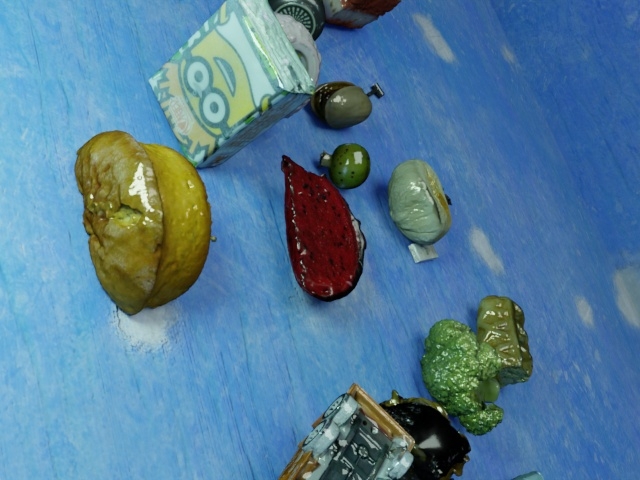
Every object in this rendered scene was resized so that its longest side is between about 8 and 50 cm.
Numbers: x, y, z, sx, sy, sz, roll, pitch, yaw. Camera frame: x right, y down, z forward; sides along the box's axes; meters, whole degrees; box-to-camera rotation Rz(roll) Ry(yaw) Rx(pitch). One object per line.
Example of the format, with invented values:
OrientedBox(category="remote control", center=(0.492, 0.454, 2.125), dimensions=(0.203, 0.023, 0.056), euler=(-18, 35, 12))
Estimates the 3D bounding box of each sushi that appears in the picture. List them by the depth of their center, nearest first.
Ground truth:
OrientedBox(category="sushi", center=(0.204, 0.421, 1.541), dimensions=(0.204, 0.213, 0.200), euler=(-41, 121, -42))

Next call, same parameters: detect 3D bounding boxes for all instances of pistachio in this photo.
OrientedBox(category="pistachio", center=(0.055, -0.373, 2.036), dimensions=(0.130, 0.131, 0.206), euler=(24, 22, 36))

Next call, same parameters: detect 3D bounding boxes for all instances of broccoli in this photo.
OrientedBox(category="broccoli", center=(0.386, 0.346, 1.810), dimensions=(0.302, 0.186, 0.254), euler=(36, 30, -18))

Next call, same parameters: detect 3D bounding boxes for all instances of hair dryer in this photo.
OrientedBox(category="hair dryer", center=(0.169, -0.466, 2.322), dimensions=(0.047, 0.026, 0.083), euler=(55, 38, -3))

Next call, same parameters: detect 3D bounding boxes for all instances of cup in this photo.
OrientedBox(category="cup", center=(-0.066, -0.620, 2.058), dimensions=(0.176, 0.169, 0.223), euler=(-91, 170, -47))

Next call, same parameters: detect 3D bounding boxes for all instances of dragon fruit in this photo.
OrientedBox(category="dragon fruit", center=(0.000, 0.000, 1.681), dimensions=(0.282, 0.100, 0.343), euler=(19, 53, -44))

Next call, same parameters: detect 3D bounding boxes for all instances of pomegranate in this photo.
OrientedBox(category="pomegranate", center=(0.069, -0.196, 1.905), dimensions=(0.130, 0.130, 0.130), euler=(31, 43, -33))

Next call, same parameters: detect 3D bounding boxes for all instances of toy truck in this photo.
OrientedBox(category="toy truck", center=(-0.009, 0.442, 1.236), dimensions=(0.173, 0.207, 0.387), euler=(44, 41, -1))

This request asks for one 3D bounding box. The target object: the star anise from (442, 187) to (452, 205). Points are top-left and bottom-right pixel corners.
OrientedBox(category="star anise", center=(0.350, -0.150, 2.265), dimensions=(0.124, 0.056, 0.129), euler=(-27, 86, -55))

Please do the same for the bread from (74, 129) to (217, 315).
OrientedBox(category="bread", center=(-0.296, -0.054, 1.290), dimensions=(0.194, 0.179, 0.340), euler=(7, 59, -49))

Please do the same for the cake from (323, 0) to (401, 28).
OrientedBox(category="cake", center=(0.118, -0.856, 2.307), dimensions=(0.270, 0.320, 0.269), euler=(-13, 71, -59))

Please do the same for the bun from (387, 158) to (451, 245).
OrientedBox(category="bun", center=(0.264, -0.107, 2.050), dimensions=(0.243, 0.153, 0.243), euler=(57, 19, -32))

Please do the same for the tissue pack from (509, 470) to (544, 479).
OrientedBox(category="tissue pack", center=(0.473, 0.665, 1.756), dimensions=(0.263, 0.089, 0.177), euler=(6, 60, -51))

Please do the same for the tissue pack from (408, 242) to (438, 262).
OrientedBox(category="tissue pack", center=(0.292, 0.031, 2.082), dimensions=(0.108, 0.023, 0.056), euler=(-9, 71, -52))

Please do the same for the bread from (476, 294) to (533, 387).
OrientedBox(category="bread", center=(0.513, 0.274, 2.075), dimensions=(0.152, 0.130, 0.267), euler=(25, 45, -26))

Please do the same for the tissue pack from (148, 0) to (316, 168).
OrientedBox(category="tissue pack", center=(-0.188, -0.317, 1.512), dimensions=(0.128, 0.311, 0.227), euler=(-19, 79, -55))

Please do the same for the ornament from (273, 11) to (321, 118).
OrientedBox(category="ornament", center=(-0.133, -0.407, 1.713), dimensions=(0.259, 0.225, 0.259), euler=(-23, 122, -42))
